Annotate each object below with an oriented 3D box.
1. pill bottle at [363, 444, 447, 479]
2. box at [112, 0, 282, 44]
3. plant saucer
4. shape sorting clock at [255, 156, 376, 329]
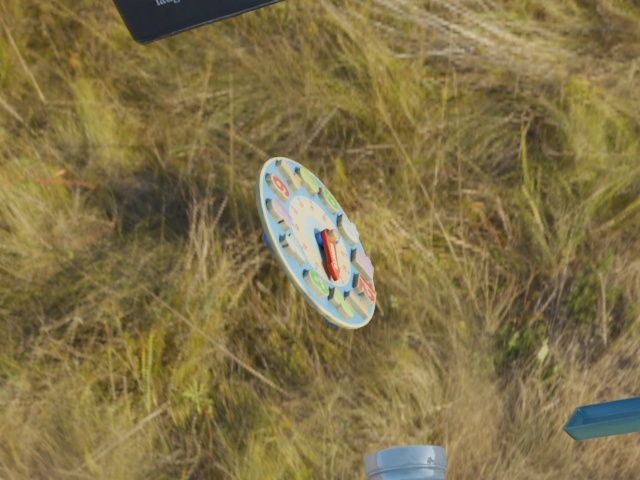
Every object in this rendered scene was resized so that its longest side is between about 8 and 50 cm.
[{"bbox_3d":[0.139,0.467,1.321,0.182,0.181,0.322,-6,66,1],"label":"pill bottle"},{"bbox_3d":[-0.051,-0.371,0.579,0.294,0.395,0.212,-9,33,26],"label":"box"},{"bbox_3d":[0.312,0.146,0.803,0.192,0.067,0.018,-15,90,28],"label":"plant saucer"},{"bbox_3d":[0.000,0.000,0.994,0.040,0.206,0.206,-26,54,21],"label":"shape sorting clock"}]
